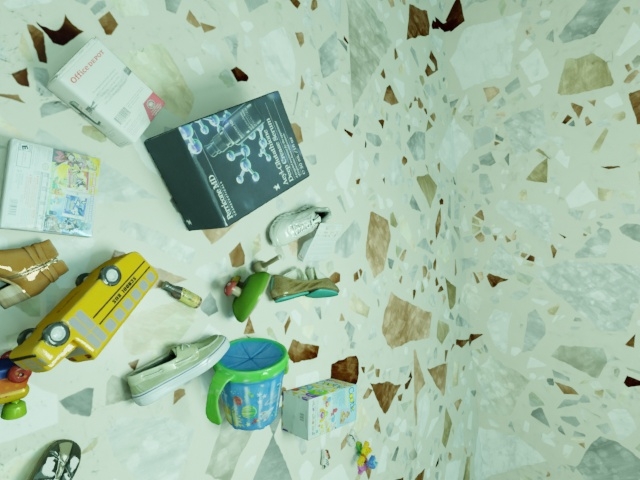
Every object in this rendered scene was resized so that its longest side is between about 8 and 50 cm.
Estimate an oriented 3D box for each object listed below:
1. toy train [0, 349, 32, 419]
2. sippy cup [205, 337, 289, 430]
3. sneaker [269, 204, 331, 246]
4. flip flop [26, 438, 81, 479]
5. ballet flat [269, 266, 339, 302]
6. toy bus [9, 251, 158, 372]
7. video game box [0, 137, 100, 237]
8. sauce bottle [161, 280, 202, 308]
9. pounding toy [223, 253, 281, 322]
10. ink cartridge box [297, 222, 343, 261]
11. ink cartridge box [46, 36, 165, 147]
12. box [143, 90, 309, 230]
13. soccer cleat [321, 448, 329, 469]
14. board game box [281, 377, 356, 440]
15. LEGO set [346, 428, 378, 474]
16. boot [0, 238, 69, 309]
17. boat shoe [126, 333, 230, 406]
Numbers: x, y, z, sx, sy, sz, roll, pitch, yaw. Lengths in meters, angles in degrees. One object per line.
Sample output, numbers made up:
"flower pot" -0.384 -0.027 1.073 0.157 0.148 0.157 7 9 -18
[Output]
"toy train" -0.660 0.321 0.876 0.248 0.105 0.143 -4 101 -48
"sippy cup" -0.219 0.459 1.270 0.305 0.240 0.224 -4 102 -24
"sneaker" -0.073 -0.064 1.516 0.292 0.118 0.110 -36 116 -41
"flip flop" -0.650 0.588 0.893 0.112 0.080 0.277 47 41 -30
"ballet flat" -0.058 0.164 1.545 0.342 0.116 0.124 2 68 -44
"toy bus" -0.533 0.163 0.938 0.130 0.108 0.333 60 30 -29
"video game box" -0.638 -0.117 0.953 0.187 0.048 0.205 9 82 -45
"sauce bottle" -0.411 0.160 1.190 0.128 0.042 0.042 40 60 -40
"pounding toy" -0.244 0.139 1.307 0.110 0.183 0.237 32 62 -13
"ink cartridge box" 0.000 0.000 1.581 0.145 0.045 0.179 -1 122 -47
"ink cartridge box" -0.546 -0.374 1.033 0.218 0.092 0.158 46 56 -38
"box" -0.268 -0.250 1.242 0.395 0.212 0.293 -40 117 -40
"soccer cleat" 0.015 0.890 1.631 0.035 0.029 0.083 -26 112 -49
"board game box" 0.000 0.637 1.542 0.275 0.142 0.144 6 83 -47
"LEGO set" 0.181 0.957 1.765 0.093 0.087 0.227 -39 115 -41
"boot" -0.677 0.035 0.889 0.152 0.073 0.197 -42 130 -39
"boat shoe" -0.397 0.347 1.152 0.302 0.109 0.094 -31 108 -41
